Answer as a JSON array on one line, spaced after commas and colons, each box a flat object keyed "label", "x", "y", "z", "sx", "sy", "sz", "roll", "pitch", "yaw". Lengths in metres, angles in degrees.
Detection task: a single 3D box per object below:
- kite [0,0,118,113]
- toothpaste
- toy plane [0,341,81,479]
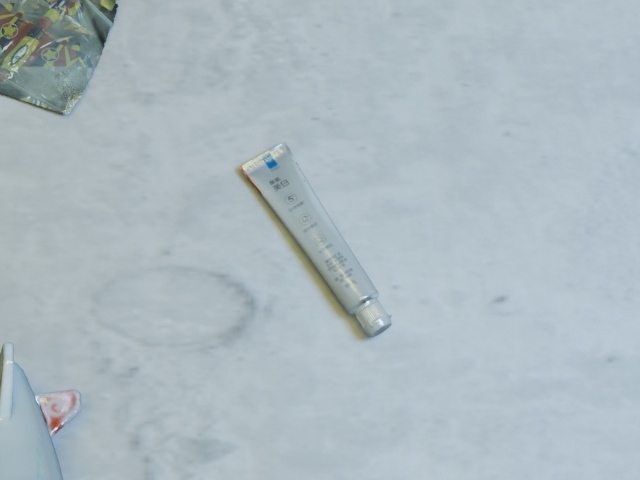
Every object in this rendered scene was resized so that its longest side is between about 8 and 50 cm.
[{"label": "kite", "x": -0.227, "y": -0.232, "z": 1.018, "sx": 0.141, "sy": 0.015, "sz": 0.245, "roll": 32, "pitch": 75, "yaw": 3}, {"label": "toothpaste", "x": 0.000, "y": 0.000, "z": 0.960, "sx": 0.048, "sy": 0.031, "sz": 0.190, "roll": -31, "pitch": 74, "yaw": -12}, {"label": "toy plane", "x": -0.233, "y": 0.205, "z": 0.808, "sx": 0.252, "sy": 0.118, "sz": 0.252, "roll": 9, "pitch": 61, "yaw": -17}]
